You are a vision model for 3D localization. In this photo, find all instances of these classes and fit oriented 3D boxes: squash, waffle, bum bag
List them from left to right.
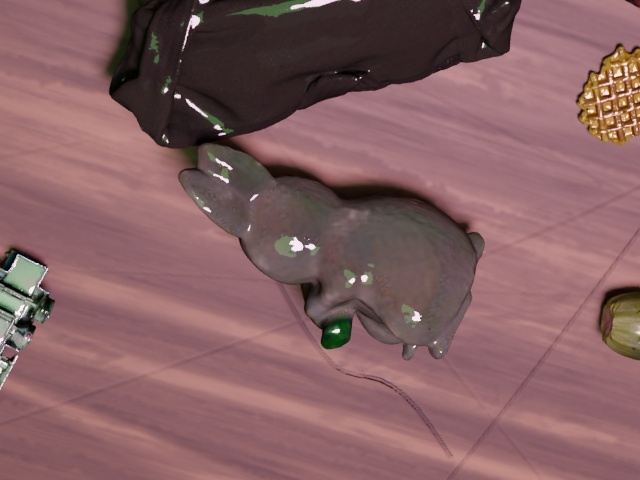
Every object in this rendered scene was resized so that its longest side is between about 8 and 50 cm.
[{"bbox_3d":[-0.008,-0.165,1.083,0.326,0.080,0.142,-16,120,1],"label":"bum bag"},{"bbox_3d":[0.251,-0.115,1.145,0.078,0.016,0.085,43,105,-14],"label":"waffle"},{"bbox_3d":[0.354,0.089,1.211,0.228,0.066,0.066,10,112,-5],"label":"squash"}]

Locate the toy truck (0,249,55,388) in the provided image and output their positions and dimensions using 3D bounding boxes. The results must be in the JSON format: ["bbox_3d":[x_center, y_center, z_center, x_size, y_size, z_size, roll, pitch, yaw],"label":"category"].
[{"bbox_3d":[-0.285,0.090,1.188,0.067,0.081,0.175,28,90,-14],"label":"toy truck"}]

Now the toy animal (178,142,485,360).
[{"bbox_3d":[0.000,-0.002,1.139,0.251,0.127,0.125,31,137,-7],"label":"toy animal"}]

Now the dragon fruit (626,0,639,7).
[{"bbox_3d":[0.303,-0.212,1.059,0.121,0.130,0.142,9,116,-42],"label":"dragon fruit"}]
